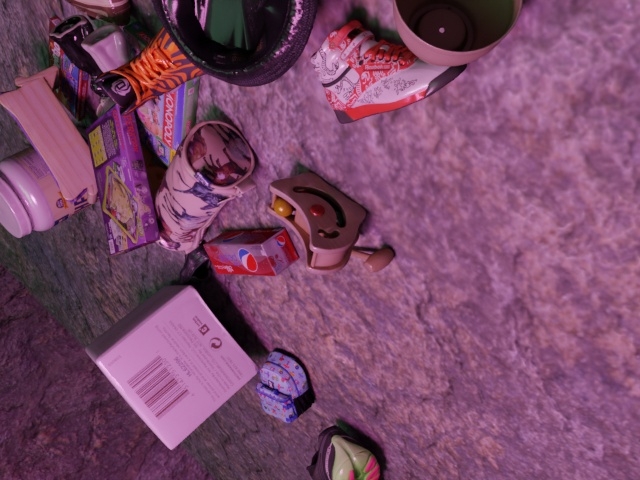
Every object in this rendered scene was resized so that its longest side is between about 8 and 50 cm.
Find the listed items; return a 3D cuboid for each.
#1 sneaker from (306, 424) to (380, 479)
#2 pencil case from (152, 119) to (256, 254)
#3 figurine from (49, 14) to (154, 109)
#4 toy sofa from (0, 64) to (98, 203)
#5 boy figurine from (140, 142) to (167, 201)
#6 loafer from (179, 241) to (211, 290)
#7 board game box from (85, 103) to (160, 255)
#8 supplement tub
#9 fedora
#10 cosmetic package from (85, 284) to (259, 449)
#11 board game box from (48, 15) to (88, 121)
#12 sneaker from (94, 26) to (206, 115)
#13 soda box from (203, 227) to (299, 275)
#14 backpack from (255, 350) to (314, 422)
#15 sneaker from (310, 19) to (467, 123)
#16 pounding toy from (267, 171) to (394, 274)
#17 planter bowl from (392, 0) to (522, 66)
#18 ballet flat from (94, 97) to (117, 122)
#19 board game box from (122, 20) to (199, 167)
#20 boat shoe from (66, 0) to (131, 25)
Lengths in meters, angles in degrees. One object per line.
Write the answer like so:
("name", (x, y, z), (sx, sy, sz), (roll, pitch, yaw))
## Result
("sneaker", (0.067, 0.708, 1.856), (0.202, 0.185, 0.482), (47, 146, 39))
("pencil case", (-0.295, -0.108, 1.507), (0.183, 0.160, 0.410), (62, 146, 9))
("figurine", (-0.487, -0.395, 1.452), (0.215, 0.092, 0.209), (24, 152, 34))
("toy sofa", (-0.709, -0.275, 1.735), (0.362, 0.177, 0.150), (57, 159, -6))
("boy figurine", (-0.469, -0.135, 1.697), (0.092, 0.177, 0.285), (-100, -11, -79))
("loafer", (-0.359, 0.091, 1.830), (0.078, 0.076, 0.223), (49, 143, 20))
("board game box", (-0.506, -0.148, 1.601), (0.208, 0.056, 0.346), (-15, 86, 51))
("supplement tub", (-0.806, -0.174, 1.882), (0.235, 0.325, 0.235), (30, 140, 28))
("fedora", (-0.119, -0.421, 1.006), (0.334, 0.152, 0.334), (17, 134, 19))
("cosmetic package", (-0.455, 0.354, 1.878), (0.329, 0.327, 0.394), (54, 158, -12))
("board game box", (-0.706, -0.472, 1.762), (0.145, 0.027, 0.281), (48, 145, 7))
("sneaker", (-0.327, -0.328, 1.236), (0.124, 0.180, 0.321), (54, 147, -10))
("soda box", (-0.176, 0.029, 1.560), (0.263, 0.083, 0.092), (-1, 120, 50))
("backpack", (-0.110, 0.411, 1.804), (0.158, 0.117, 0.173), (17, 130, 38))
("sneaker", (0.089, -0.278, 0.978), (0.270, 0.090, 0.145), (-5, 119, 53))
("pounding toy", (0.000, 0.000, 1.272), (0.269, 0.154, 0.155), (37, 143, 20))
("planter bowl", (0.169, -0.298, 0.832), (0.162, 0.162, 0.109), (47, 172, 6))
("ballet flat", (-0.561, -0.346, 1.673), (0.068, 0.072, 0.213), (57, 146, 0))
("board game box", (-0.387, -0.329, 1.512), (0.213, 0.046, 0.317), (42, 144, 15))
("boat shoe", (-0.533, -0.549, 1.441), (0.257, 0.095, 0.095), (29, 145, 28))
